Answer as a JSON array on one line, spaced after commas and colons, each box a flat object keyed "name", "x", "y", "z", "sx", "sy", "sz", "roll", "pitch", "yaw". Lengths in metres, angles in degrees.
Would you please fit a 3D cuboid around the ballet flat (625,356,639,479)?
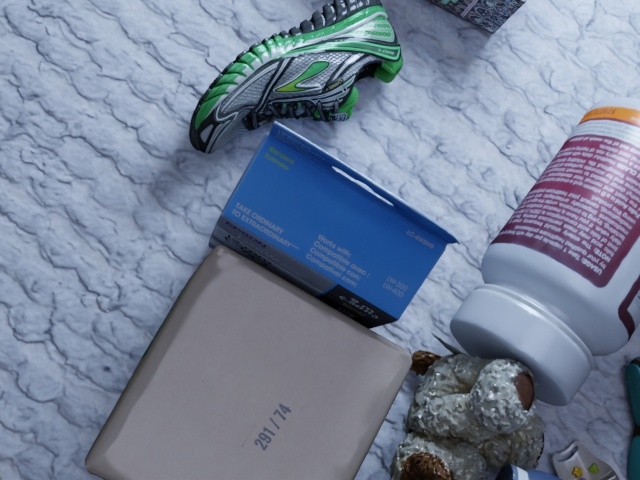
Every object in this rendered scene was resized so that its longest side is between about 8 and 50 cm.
[{"name": "ballet flat", "x": 0.486, "y": 0.275, "z": 1.365, "sx": 0.068, "sy": 0.072, "sz": 0.213, "roll": 2, "pitch": 82, "yaw": -16}]

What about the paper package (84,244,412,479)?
[{"name": "paper package", "x": -0.091, "y": 0.219, "z": 1.223, "sx": 0.309, "sy": 0.168, "sz": 0.325, "roll": 31, "pitch": 79, "yaw": -5}]

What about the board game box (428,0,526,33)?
[{"name": "board game box", "x": 0.192, "y": -0.483, "z": 1.377, "sx": 0.291, "sy": 0.141, "sz": 0.232, "roll": 26, "pitch": 79, "yaw": -5}]

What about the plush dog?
[{"name": "plush dog", "x": 0.166, "y": 0.273, "z": 1.254, "sx": 0.210, "sy": 0.262, "sz": 0.225, "roll": 21, "pitch": 66, "yaw": 27}]

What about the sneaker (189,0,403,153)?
[{"name": "sneaker", "x": -0.029, "y": -0.215, "z": 1.308, "sx": 0.343, "sy": 0.134, "sz": 0.146, "roll": -32, "pitch": 90, "yaw": -13}]

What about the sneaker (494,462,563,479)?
[{"name": "sneaker", "x": 0.252, "y": 0.443, "z": 1.170, "sx": 0.131, "sy": 0.112, "sz": 0.319, "roll": 13, "pitch": 100, "yaw": -3}]

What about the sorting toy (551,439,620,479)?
[{"name": "sorting toy", "x": 0.370, "y": 0.330, "z": 1.354, "sx": 0.083, "sy": 0.045, "sz": 0.075, "roll": -28, "pitch": 81, "yaw": -12}]

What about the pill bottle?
[{"name": "pill bottle", "x": 0.363, "y": 0.016, "z": 1.296, "sx": 0.224, "sy": 0.224, "sz": 0.392, "roll": 39, "pitch": 76, "yaw": -3}]

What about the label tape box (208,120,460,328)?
[{"name": "label tape box", "x": 0.000, "y": 0.000, "z": 1.174, "sx": 0.249, "sy": 0.347, "sz": 0.115, "roll": 31, "pitch": 79, "yaw": -4}]
